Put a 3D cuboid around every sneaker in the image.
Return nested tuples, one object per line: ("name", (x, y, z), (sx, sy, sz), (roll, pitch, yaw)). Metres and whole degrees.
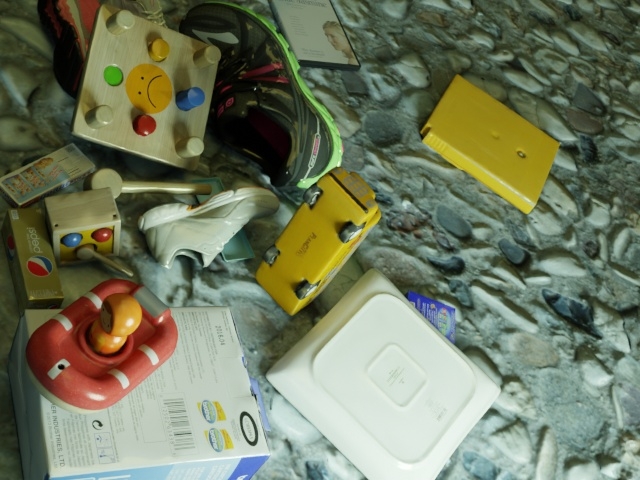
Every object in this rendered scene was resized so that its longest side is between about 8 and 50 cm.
("sneaker", (-0.192, -0.015, 1.730), (0.262, 0.099, 0.121), (-15, 75, -17))
("sneaker", (-0.145, -0.305, 1.940), (0.202, 0.185, 0.483), (-21, 67, -45))
("sneaker", (-0.359, -0.450, 1.975), (0.232, 0.115, 0.090), (48, 46, 11))
("sneaker", (-0.457, -0.405, 1.881), (0.136, 0.116, 0.314), (0, 56, -36))

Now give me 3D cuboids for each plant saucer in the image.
("plant saucer", (-0.189, -0.039, 1.811), (0.067, 0.018, 0.192), (-8, 59, -35))

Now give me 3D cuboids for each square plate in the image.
("square plate", (0.131, 0.251, 1.716), (0.344, 0.049, 0.347), (43, 52, 5))

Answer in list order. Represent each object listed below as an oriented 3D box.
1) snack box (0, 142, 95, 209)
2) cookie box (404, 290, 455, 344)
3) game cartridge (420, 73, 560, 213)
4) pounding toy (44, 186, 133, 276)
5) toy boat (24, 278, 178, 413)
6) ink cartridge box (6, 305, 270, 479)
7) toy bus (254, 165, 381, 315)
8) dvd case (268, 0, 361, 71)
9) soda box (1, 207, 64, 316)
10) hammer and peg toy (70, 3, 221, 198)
("snack box", (-0.487, -0.115, 1.688), (0.064, 0.022, 0.178), (45, 45, 7))
("cookie box", (0.209, 0.159, 1.873), (0.107, 0.040, 0.092), (22, 47, -14))
("game cartridge", (0.416, -0.241, 2.327), (0.323, 0.053, 0.285), (34, 44, 0))
("pounding toy", (-0.386, -0.003, 1.596), (0.130, 0.141, 0.100), (-11, 60, -20))
("toy boat", (-0.291, 0.127, 1.307), (0.151, 0.151, 0.231), (42, 45, 7))
("ink cartridge box", (-0.248, 0.248, 1.443), (0.395, 0.151, 0.270), (0, 55, -29))
("toy bus", (0.000, 0.000, 1.668), (0.108, 0.333, 0.130), (47, 46, 11))
("dvd case", (-0.019, -0.512, 2.300), (0.180, 0.022, 0.253), (-2, 56, -32))
("soda box", (-0.469, 0.036, 1.546), (0.058, 0.061, 0.181), (-2, 56, -33))
("hammer and peg toy", (-0.325, -0.226, 1.766), (0.266, 0.127, 0.361), (15, 78, -33))
